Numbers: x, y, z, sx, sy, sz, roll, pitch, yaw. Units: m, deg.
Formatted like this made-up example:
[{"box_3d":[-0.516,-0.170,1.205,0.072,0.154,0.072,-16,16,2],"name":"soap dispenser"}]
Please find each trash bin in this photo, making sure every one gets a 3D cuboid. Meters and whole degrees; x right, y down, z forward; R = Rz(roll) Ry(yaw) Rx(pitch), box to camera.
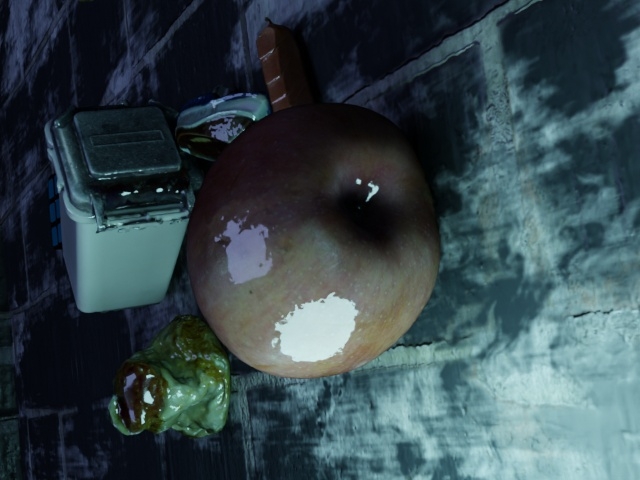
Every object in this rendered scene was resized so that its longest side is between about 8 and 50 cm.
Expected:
[{"box_3d":[-0.357,-0.035,1.850,0.367,0.256,0.296,108,144,-45],"name":"trash bin"}]

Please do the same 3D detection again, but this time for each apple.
[{"box_3d":[0.000,0.000,1.126,0.235,0.306,0.305,-28,68,53],"name":"apple"}]

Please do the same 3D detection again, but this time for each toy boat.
[{"box_3d":[-0.147,-0.190,1.573,0.115,0.114,0.262,-63,25,-10],"name":"toy boat"}]

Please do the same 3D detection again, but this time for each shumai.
[{"box_3d":[-0.283,0.241,1.767,0.272,0.204,0.222,164,102,-66],"name":"shumai"}]

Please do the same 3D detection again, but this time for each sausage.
[{"box_3d":[-0.050,-0.230,1.418,0.065,0.065,0.169,-49,49,53],"name":"sausage"}]

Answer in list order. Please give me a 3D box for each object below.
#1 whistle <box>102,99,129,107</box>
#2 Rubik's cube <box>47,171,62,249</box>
[{"box_3d":[-0.391,-0.227,2.060,0.236,0.077,0.114,0,112,59],"name":"whistle"},{"box_3d":[-0.466,-0.070,2.126,0.162,0.163,0.160,-15,80,58],"name":"Rubik's cube"}]
